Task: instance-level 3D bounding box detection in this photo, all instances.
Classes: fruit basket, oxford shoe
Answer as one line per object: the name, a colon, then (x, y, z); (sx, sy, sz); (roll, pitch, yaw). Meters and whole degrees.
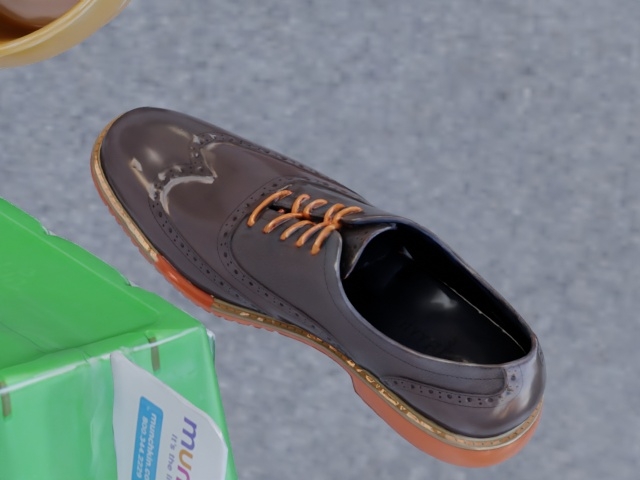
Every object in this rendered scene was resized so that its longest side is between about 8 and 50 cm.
fruit basket: (-0.144, 0.155, 0.739); (0.165, 0.327, 0.353); (-22, 125, -36)
oxford shoe: (0.000, 0.000, 0.922); (0.097, 0.271, 0.098); (-51, 164, -26)

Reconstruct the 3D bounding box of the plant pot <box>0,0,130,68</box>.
plant pot: (-0.184, -0.197, 1.131); (0.188, 0.205, 0.205); (21, 79, -82)
